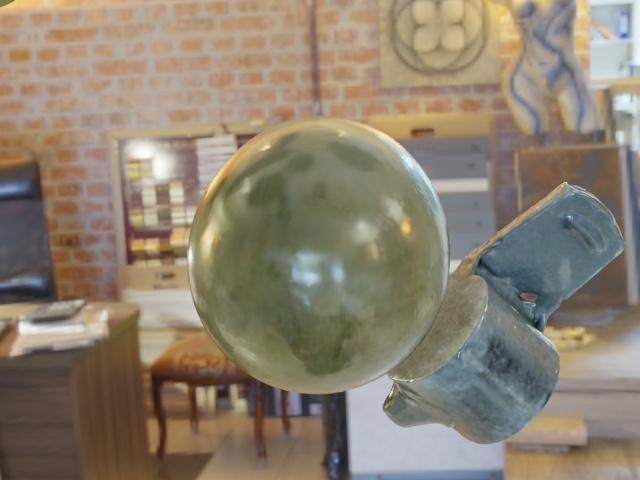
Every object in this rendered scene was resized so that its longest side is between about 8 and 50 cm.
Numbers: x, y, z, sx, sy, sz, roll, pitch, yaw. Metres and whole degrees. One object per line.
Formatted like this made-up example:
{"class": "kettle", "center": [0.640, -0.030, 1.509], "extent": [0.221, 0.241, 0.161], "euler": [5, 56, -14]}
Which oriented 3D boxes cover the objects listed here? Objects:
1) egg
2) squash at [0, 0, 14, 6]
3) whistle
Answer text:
{"class": "egg", "center": [0.000, 0.000, 0.836], "extent": [0.218, 0.218, 0.295], "euler": [-2, 30, 4]}
{"class": "squash", "center": [-0.217, -0.365, 0.899], "extent": [0.379, 0.101, 0.101], "euler": [-49, 19, -5]}
{"class": "whistle", "center": [0.249, 0.104, 1.365], "extent": [0.168, 0.405, 0.188], "euler": [41, -14, -23]}
